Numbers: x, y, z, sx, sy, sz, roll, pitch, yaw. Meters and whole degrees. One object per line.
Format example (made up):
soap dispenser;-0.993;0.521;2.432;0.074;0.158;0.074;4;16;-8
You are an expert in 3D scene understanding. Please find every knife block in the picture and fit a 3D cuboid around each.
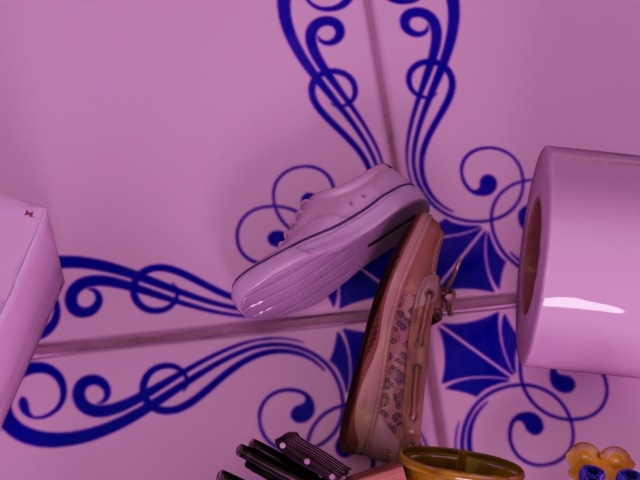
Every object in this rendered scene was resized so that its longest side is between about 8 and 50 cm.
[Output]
knife block;0.010;0.325;1.706;0.242;0.088;0.276;-20;86;9

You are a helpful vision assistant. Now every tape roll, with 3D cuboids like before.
tape roll;0.312;0.025;1.775;0.169;0.246;0.246;6;66;1

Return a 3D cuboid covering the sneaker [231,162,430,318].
sneaker;0.000;0.000;1.866;0.258;0.094;0.091;-29;52;-19

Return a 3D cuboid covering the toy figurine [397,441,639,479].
toy figurine;0.246;0.338;1.620;0.362;0.217;0.191;6;22;-3

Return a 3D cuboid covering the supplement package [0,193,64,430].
supplement package;-0.384;0.066;1.747;0.149;0.203;0.194;17;66;5

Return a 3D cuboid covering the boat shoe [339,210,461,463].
boat shoe;0.096;0.109;1.813;0.089;0.104;0.285;17;78;-3
